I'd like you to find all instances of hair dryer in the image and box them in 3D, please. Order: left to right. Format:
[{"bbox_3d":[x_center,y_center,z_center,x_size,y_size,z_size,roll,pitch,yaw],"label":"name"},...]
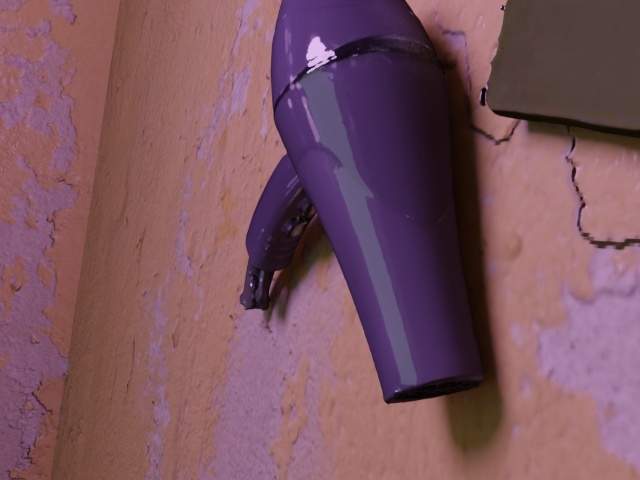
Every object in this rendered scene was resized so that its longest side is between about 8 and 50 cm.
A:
[{"bbox_3d":[0.000,0.000,0.613,0.361,0.121,0.301,129,133,-60],"label":"hair dryer"}]

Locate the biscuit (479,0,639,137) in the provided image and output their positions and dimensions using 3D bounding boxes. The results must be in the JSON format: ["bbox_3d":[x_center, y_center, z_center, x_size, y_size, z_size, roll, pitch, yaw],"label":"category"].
[{"bbox_3d":[0.179,-0.086,0.315,0.322,0.038,0.099,26,108,62],"label":"biscuit"}]
